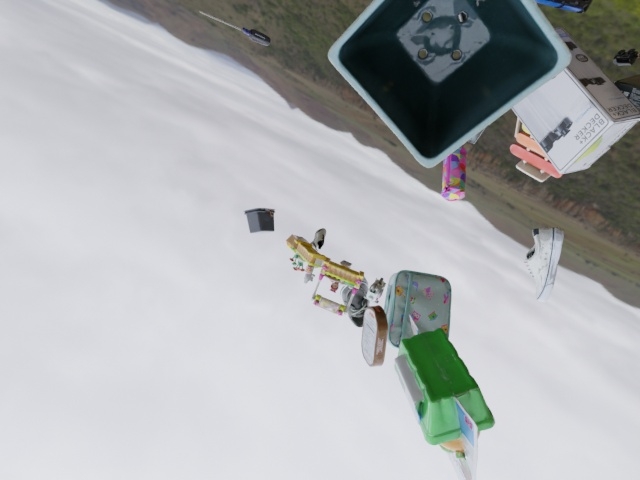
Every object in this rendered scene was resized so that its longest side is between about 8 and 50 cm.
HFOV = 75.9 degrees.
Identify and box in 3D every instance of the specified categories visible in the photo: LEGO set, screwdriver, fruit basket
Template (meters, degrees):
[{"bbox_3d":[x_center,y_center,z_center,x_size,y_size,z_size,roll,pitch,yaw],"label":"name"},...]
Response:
[{"bbox_3d":[0.002,0.084,0.957,0.286,0.107,0.132,26,-169,26],"label":"LEGO set"},{"bbox_3d":[-0.179,-0.461,0.882,0.169,0.025,0.024,8,-142,-44],"label":"screwdriver"},{"bbox_3d":[0.279,0.407,0.981,0.165,0.354,0.327,-11,-148,-5],"label":"fruit basket"}]

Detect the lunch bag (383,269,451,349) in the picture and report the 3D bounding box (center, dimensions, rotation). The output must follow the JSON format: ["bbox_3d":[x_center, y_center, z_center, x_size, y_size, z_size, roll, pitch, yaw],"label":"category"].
[{"bbox_3d":[0.319,0.246,1.386,0.223,0.280,0.108,12,167,-9],"label":"lunch bag"}]

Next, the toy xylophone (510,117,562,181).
[{"bbox_3d":[0.716,-0.359,1.341,0.081,0.323,0.236,-29,-139,-15],"label":"toy xylophone"}]

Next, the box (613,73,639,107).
[{"bbox_3d":[0.748,-0.304,0.847,0.184,0.045,0.191,-17,-141,-19],"label":"box"}]

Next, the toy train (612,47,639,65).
[{"bbox_3d":[0.685,-0.380,0.848,0.027,0.036,0.158,41,179,-29],"label":"toy train"}]

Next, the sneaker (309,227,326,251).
[{"bbox_3d":[0.000,0.000,1.301,0.040,0.043,0.109,54,-138,-27],"label":"sneaker"}]

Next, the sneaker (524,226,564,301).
[{"bbox_3d":[0.682,0.072,1.273,0.091,0.259,0.094,9,-152,26],"label":"sneaker"}]

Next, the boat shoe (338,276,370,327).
[{"bbox_3d":[0.151,0.244,1.621,0.335,0.120,0.119,66,-176,-56],"label":"boat shoe"}]

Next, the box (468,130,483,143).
[{"bbox_3d":[0.415,-0.397,1.233,0.180,0.078,0.148,27,-123,4],"label":"box"}]

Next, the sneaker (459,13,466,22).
[{"bbox_3d":[0.574,-0.737,1.480,0.319,0.131,0.112,60,166,-7],"label":"sneaker"}]

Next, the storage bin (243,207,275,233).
[{"bbox_3d":[-0.227,-0.076,1.613,0.098,0.091,0.135,-9,178,23],"label":"storage bin"}]

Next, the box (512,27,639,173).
[{"bbox_3d":[0.548,-0.318,0.934,0.087,0.169,0.290,-13,-115,-17],"label":"box"}]

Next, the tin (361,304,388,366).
[{"bbox_3d":[0.157,0.282,1.204,0.040,0.190,0.106,-4,-160,-20],"label":"tin"}]

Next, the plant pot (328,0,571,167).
[{"bbox_3d":[0.204,-0.325,0.683,0.247,0.247,0.252,44,-146,-13],"label":"plant pot"}]

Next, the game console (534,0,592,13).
[{"bbox_3d":[0.481,-0.629,0.891,0.249,0.174,0.293,-6,-138,-26],"label":"game console"}]

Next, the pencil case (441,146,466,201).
[{"bbox_3d":[0.561,-0.280,1.725,0.104,0.237,0.104,9,155,4],"label":"pencil case"}]
